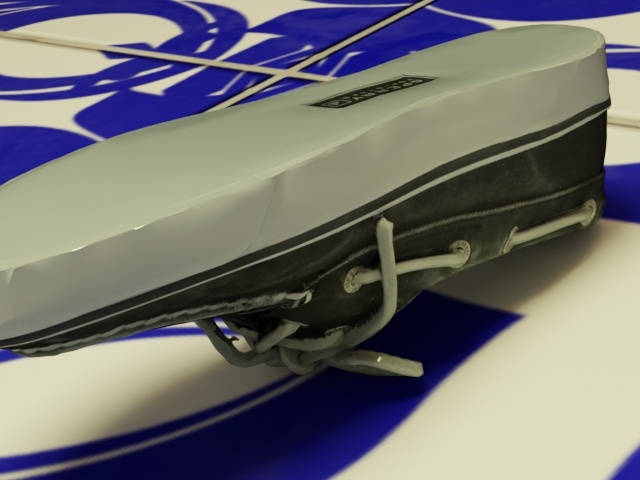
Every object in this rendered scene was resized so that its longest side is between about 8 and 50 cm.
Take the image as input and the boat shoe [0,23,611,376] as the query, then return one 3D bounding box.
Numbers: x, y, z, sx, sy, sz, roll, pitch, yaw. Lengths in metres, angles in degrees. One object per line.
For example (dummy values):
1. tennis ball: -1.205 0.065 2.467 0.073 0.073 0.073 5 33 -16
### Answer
1. boat shoe: -0.003 -0.001 0.562 0.306 0.105 0.113 -24 23 -40
